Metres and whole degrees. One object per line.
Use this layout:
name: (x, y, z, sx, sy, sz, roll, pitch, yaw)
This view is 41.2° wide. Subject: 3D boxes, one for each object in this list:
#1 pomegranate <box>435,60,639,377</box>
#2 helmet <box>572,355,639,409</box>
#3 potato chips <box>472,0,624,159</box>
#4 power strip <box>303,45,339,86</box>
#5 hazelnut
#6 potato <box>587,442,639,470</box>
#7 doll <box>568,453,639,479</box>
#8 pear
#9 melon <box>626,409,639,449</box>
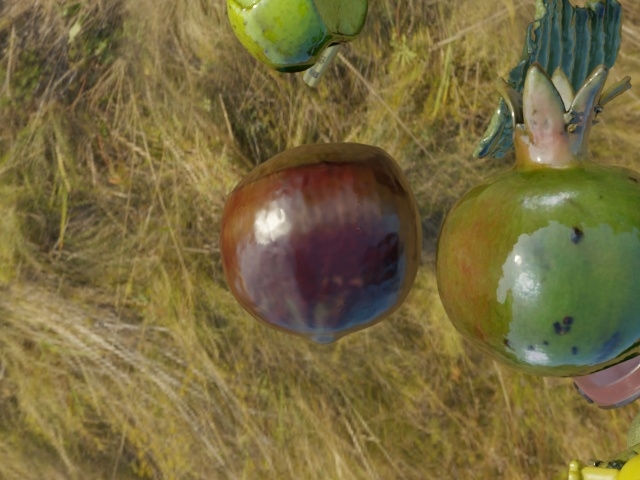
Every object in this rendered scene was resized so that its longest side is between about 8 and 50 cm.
pomegranate: (0.172, -0.015, 0.620, 0.181, 0.181, 0.224, -6, 96, 2)
helmet: (0.502, 0.128, 1.454, 0.197, 0.338, 0.271, 43, 115, 11)
potato chips: (0.450, -0.319, 1.710, 0.373, 0.097, 0.389, -6, 127, -45)
power strip: (0.025, -0.376, 1.606, 0.034, 0.092, 0.268, 34, 162, -4)
hazelnut: (0.000, 0.000, 1.711, 0.420, 0.421, 0.353, -3, 157, 0)
potato: (0.541, 0.378, 1.383, 0.225, 0.090, 0.117, -6, 96, -14)
doll: (0.540, 0.391, 1.204, 0.362, 0.145, 0.200, 1, 90, 30)
pear: (-0.031, -0.354, 1.209, 0.164, 0.256, 0.238, -10, 170, 31)
melon: (0.649, 0.371, 1.588, 0.139, 0.139, 0.192, 21, 107, -17)
